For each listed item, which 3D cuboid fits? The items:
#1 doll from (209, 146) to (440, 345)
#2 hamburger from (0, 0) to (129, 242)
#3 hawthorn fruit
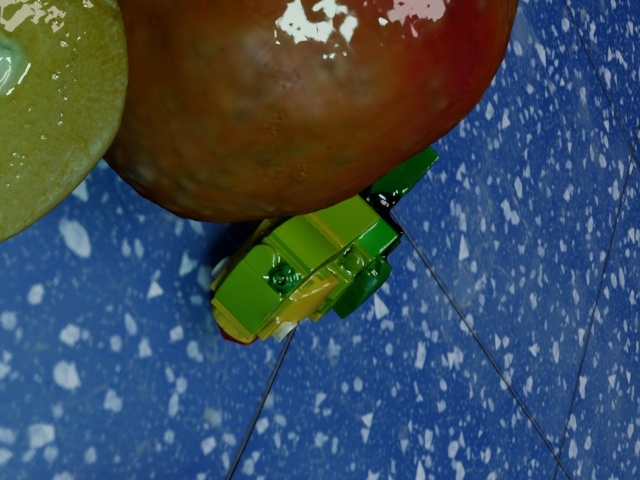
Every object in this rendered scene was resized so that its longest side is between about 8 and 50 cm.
[{"bbox_3d":[-0.004,0.005,0.756,0.106,0.134,0.186,46,48,6],"label":"doll"},{"bbox_3d":[-0.195,-0.086,0.479,0.189,0.122,0.215,-47,136,-4],"label":"hamburger"},{"bbox_3d":[0.008,-0.156,0.616,0.287,0.330,0.287,29,53,-48],"label":"hawthorn fruit"}]
